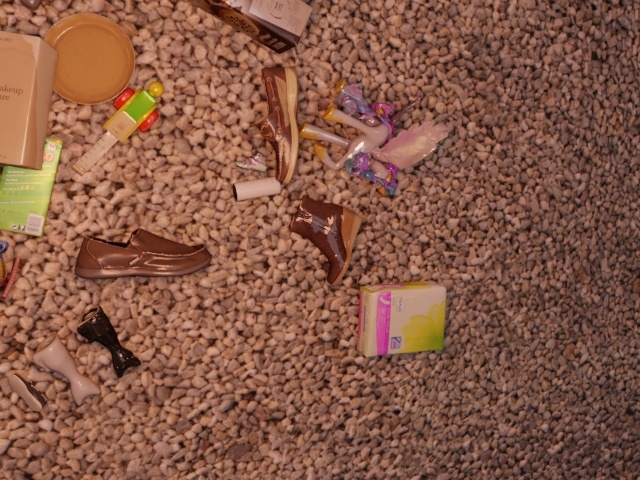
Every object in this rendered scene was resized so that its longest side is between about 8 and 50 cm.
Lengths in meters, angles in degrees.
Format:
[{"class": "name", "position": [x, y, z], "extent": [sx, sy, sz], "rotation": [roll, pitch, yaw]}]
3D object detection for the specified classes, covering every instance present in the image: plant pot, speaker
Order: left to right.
[{"class": "plant pot", "position": [-0.600, -0.467, 1.589], "extent": [0.236, 0.032, 0.236], "rotation": [0, 90, -9]}, {"class": "speaker", "position": [-0.190, -0.153, 1.808], "extent": [0.136, 0.055, 0.055], "rotation": [-12, 101, -20]}]

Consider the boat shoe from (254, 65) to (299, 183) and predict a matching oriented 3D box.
[{"class": "boat shoe", "position": [-0.131, -0.335, 1.779], "extent": [0.123, 0.123, 0.342], "rotation": [0, 93, -13]}]

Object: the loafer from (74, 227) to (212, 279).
[{"class": "loafer", "position": [-0.477, 0.031, 1.674], "extent": [0.366, 0.134, 0.130], "rotation": [-3, 98, -21]}]

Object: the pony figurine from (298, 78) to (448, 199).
[{"class": "pony figurine", "position": [0.162, -0.312, 1.840], "extent": [0.363, 0.303, 0.351], "rotation": [32, 117, -26]}]

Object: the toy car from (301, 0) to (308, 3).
[{"class": "toy car", "position": [-0.101, -0.742, 1.702], "extent": [0.136, 0.182, 0.159], "rotation": [-27, 88, -10]}]

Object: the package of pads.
[{"class": "package of pads", "position": [0.269, 0.251, 2.021], "extent": [0.296, 0.101, 0.229], "rotation": [-1, 99, -22]}]

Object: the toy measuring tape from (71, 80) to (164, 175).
[{"class": "toy measuring tape", "position": [-0.536, -0.306, 1.644], "extent": [0.330, 0.121, 0.121], "rotation": [-42, 111, 12]}]

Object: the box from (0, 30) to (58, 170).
[{"class": "box", "position": [-0.750, -0.338, 1.495], "extent": [0.148, 0.121, 0.311], "rotation": [7, 90, -4]}]

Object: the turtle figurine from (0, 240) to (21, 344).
[{"class": "turtle figurine", "position": [-0.881, 0.131, 1.499], "extent": [0.198, 0.275, 0.266], "rotation": [4, 102, 12]}]

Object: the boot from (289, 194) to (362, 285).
[{"class": "boot", "position": [0.000, 0.000, 1.904], "extent": [0.207, 0.090, 0.248], "rotation": [17, 92, -11]}]

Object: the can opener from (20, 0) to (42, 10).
[{"class": "can opener", "position": [-0.649, -0.694, 1.542], "extent": [0.093, 0.074, 0.280], "rotation": [38, 83, -22]}]

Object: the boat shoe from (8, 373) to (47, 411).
[{"class": "boat shoe", "position": [-0.787, 0.403, 1.653], "extent": [0.046, 0.038, 0.125], "rotation": [-29, 105, 28]}]

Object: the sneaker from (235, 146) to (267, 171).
[{"class": "sneaker", "position": [-0.202, -0.242, 1.803], "extent": [0.098, 0.038, 0.069], "rotation": [6, 93, -32]}]

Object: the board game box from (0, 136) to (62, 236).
[{"class": "board game box", "position": [-0.760, -0.149, 1.591], "extent": [0.124, 0.039, 0.259], "rotation": [13, 94, -22]}]

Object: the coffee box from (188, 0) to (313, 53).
[{"class": "coffee box", "position": [-0.192, -0.646, 1.681], "extent": [0.297, 0.168, 0.119], "rotation": [24, 88, -22]}]

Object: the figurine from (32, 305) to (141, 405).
[{"class": "figurine", "position": [-0.635, 0.324, 1.681], "extent": [0.215, 0.092, 0.209], "rotation": [-35, 112, -13]}]
